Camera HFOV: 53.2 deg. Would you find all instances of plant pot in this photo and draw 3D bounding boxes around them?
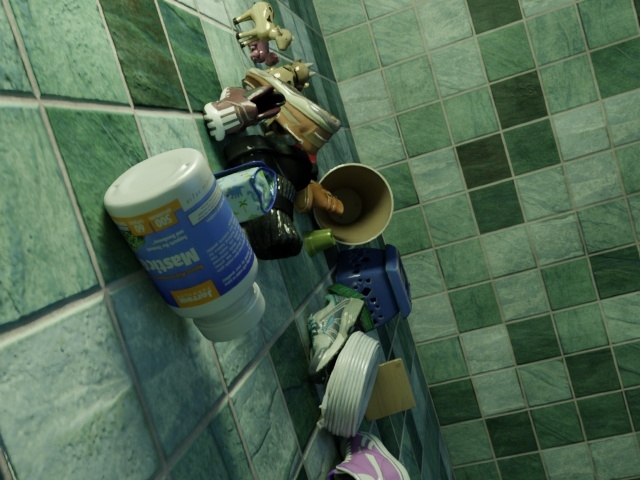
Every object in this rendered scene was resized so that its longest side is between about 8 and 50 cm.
[{"bbox_3d":[0.000,0.000,1.883,0.083,0.079,0.083,-15,90,-77],"label":"plant pot"},{"bbox_3d":[0.092,-0.119,2.135,0.274,0.256,0.257,-153,-134,-85],"label":"plant pot"},{"bbox_3d":[0.191,0.156,2.205,0.236,0.212,0.236,-78,150,-64],"label":"plant pot"}]

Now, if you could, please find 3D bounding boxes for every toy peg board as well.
[{"bbox_3d":[0.196,0.461,2.014,0.079,0.160,0.161,-132,-155,-84],"label":"toy peg board"}]

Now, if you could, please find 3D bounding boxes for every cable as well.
[{"bbox_3d":[0.081,0.353,1.572,0.257,0.089,0.257,59,48,-71],"label":"cable"}]

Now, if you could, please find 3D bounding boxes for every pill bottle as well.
[{"bbox_3d":[-0.183,0.016,0.937,0.152,0.152,0.272,-86,156,-56],"label":"pill bottle"}]

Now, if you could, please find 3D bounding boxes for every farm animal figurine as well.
[{"bbox_3d":[-0.111,-0.472,1.769,0.327,0.172,0.330,-89,159,-51],"label":"farm animal figurine"}]

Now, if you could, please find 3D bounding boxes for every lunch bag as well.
[{"bbox_3d":[-0.157,-0.092,1.228,0.151,0.128,0.096,-66,139,-69],"label":"lunch bag"}]

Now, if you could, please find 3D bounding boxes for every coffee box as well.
[{"bbox_3d":[0.090,0.199,1.913,0.184,0.040,0.113,23,-44,63],"label":"coffee box"}]

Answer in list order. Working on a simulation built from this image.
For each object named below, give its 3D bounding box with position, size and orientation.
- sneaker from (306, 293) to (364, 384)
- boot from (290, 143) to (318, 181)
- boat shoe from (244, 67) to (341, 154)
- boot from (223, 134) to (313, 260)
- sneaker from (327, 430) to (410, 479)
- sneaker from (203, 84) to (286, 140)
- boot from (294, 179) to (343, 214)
[{"bbox_3d":[0.012,0.246,1.630,0.283,0.122,0.110,-57,162,-48],"label":"sneaker"},{"bbox_3d":[-0.034,-0.284,2.077,0.244,0.088,0.176,-40,114,-67],"label":"boot"},{"bbox_3d":[-0.092,-0.312,1.530,0.123,0.116,0.324,18,19,-50],"label":"boat shoe"},{"bbox_3d":[-0.090,-0.083,1.478,0.348,0.131,0.260,3,64,-65],"label":"boot"},{"bbox_3d":[0.074,0.523,1.502,0.282,0.160,0.102,-176,-91,-67],"label":"sneaker"},{"bbox_3d":[-0.147,-0.300,1.436,0.281,0.162,0.107,-76,148,-65],"label":"sneaker"},{"bbox_3d":[0.001,-0.112,1.893,0.152,0.073,0.197,32,27,-20],"label":"boot"}]
